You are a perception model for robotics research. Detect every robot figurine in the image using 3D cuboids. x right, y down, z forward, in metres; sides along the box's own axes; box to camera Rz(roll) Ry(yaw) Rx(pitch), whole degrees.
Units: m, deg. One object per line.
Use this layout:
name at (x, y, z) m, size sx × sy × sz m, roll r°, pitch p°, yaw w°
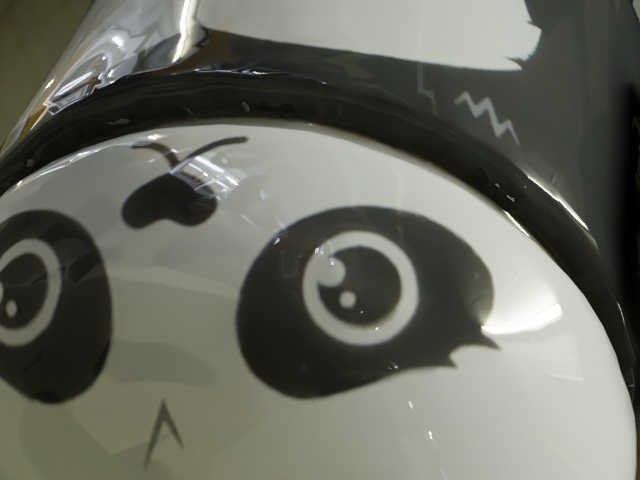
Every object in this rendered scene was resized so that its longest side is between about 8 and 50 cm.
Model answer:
robot figurine at (0.001, -0.002, 0.434) m, size 0.173 × 0.278 × 0.209 m, roll 34°, pitch -54°, yaw -13°

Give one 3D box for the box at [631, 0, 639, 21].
box at (0.127, -0.085, 0.679) m, size 0.207 × 0.153 × 0.108 m, roll -119°, pitch -145°, yaw -78°
